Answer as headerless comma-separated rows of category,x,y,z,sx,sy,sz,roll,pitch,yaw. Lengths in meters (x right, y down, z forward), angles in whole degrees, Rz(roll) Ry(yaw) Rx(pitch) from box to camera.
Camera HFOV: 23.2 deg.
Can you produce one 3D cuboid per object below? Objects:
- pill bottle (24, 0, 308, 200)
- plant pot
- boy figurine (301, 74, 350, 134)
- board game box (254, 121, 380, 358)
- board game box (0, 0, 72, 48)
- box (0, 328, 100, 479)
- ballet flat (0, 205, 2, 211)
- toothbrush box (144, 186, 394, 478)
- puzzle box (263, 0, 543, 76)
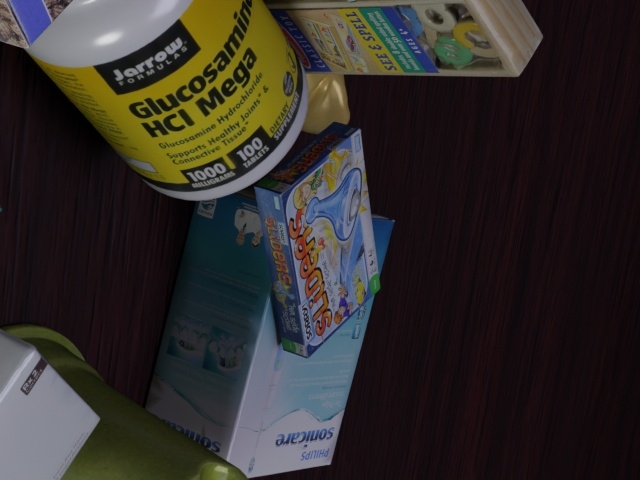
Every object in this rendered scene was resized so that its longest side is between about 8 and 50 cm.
pill bottle,-0.150,-0.188,1.318,0.188,0.188,0.334,-62,148,-16
plant pot,-0.208,0.244,1.396,0.276,0.254,0.276,-35,134,-45
boy figurine,-0.030,-0.219,1.594,0.177,0.092,0.285,-60,149,-25
board game box,0.000,0.000,1.571,0.136,0.035,0.201,-42,136,-38
board game box,-0.224,-0.301,1.095,0.291,0.232,0.141,-53,145,-28
box,-0.288,0.161,1.212,0.181,0.119,0.182,-58,160,-16
ballet flat,-0.330,-0.070,1.228,0.068,0.072,0.213,-37,141,-6
toothbrush box,-0.056,0.097,1.687,0.216,0.126,0.295,2,103,-58
puzzle box,-0.019,-0.291,1.297,0.409,0.272,0.052,50,62,-36
